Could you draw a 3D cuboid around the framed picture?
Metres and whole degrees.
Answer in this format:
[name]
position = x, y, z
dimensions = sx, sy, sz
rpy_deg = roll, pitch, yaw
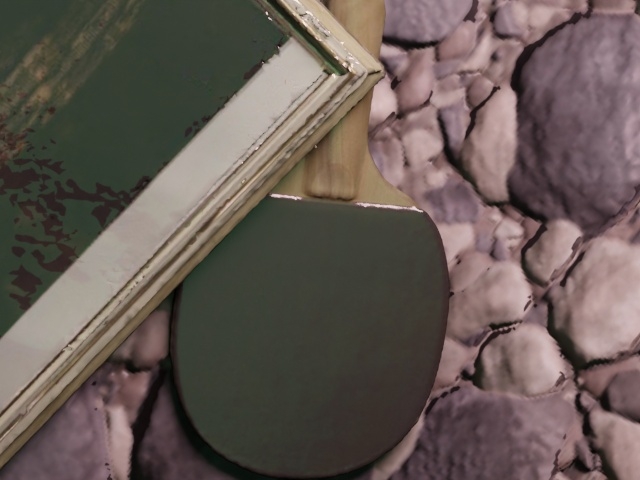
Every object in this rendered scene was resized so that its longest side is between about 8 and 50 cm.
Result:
[framed picture]
position = -0.148, -0.053, 0.675
dimensions = 0.231, 0.018, 0.293
rpy_deg = 43, 94, -13

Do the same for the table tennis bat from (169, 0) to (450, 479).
[table tennis bat]
position = 0.000, 0.000, 0.720
dimensions = 0.138, 0.022, 0.246
rpy_deg = 5, 99, -10
